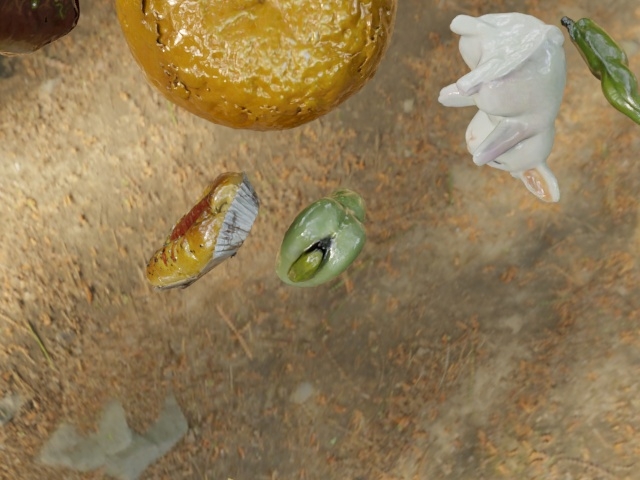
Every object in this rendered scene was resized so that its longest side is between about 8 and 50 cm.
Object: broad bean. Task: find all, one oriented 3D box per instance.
[{"bbox_3d":[-0.237,-0.186,0.655,0.084,0.165,0.114,-32,74,11],"label":"broad bean"},{"bbox_3d":[0.366,-0.219,1.224,0.070,0.048,0.213,11,43,-41],"label":"broad bean"},{"bbox_3d":[0.000,0.000,1.388,0.100,0.228,0.169,42,108,-3],"label":"broad bean"}]

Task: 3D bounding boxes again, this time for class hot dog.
[{"bbox_3d":[-0.160,-0.004,1.266,0.069,0.253,0.131,30,56,-19],"label":"hot dog"}]

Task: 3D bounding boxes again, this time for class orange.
[{"bbox_3d":[-0.077,-0.301,1.172,0.341,0.293,0.340,-3,108,-8],"label":"orange"}]

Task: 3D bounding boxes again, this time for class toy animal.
[{"bbox_3d":[0.225,-0.143,1.195,0.138,0.282,0.140,-9,48,-1],"label":"toy animal"}]

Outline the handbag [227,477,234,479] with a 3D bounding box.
[{"bbox_3d":[-0.089,0.308,1.076,0.027,0.083,0.061,11,58,28],"label":"handbag"}]
